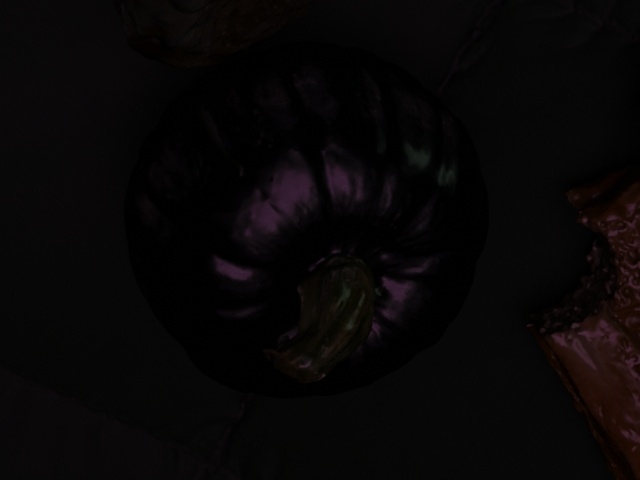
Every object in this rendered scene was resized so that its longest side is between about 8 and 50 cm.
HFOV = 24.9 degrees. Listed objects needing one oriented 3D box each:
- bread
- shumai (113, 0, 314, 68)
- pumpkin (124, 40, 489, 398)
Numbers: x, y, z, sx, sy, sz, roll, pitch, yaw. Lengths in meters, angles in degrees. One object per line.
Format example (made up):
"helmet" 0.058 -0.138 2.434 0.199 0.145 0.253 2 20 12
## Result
"bread" 0.306 0.118 1.294 0.185 0.109 0.380 -27 108 12
"shumai" -0.089 -0.301 1.053 0.263 0.309 0.304 44 67 6
"pumpkin" 0.000 0.000 1.121 0.296 0.296 0.295 -2 109 -6
